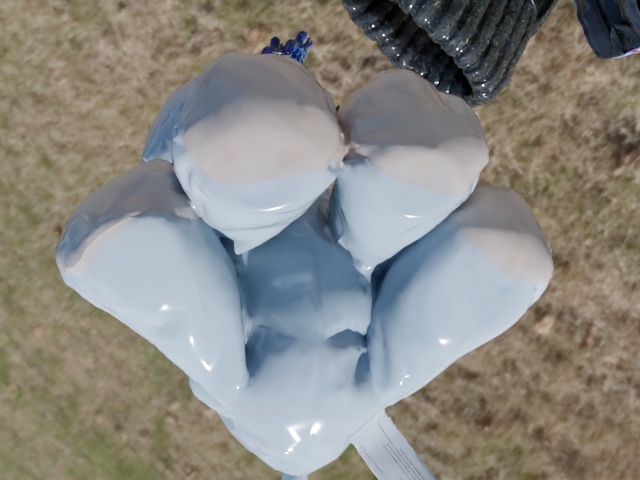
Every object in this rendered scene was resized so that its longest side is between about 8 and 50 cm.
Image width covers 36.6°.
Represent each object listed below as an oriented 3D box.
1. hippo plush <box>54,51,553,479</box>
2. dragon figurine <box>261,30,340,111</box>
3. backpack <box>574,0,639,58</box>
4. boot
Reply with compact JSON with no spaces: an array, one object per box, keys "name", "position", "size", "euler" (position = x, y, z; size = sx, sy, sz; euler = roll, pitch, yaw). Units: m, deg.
[{"name":"hippo plush","position":[0.000,0.000,0.590],"size":[0.236,0.234,0.294],"euler":[-102,-13,-64]},{"name":"dragon figurine","position":[-0.057,-0.162,1.439],"size":[0.144,0.289,0.085],"euler":[20,177,-36]},{"name":"backpack","position":[0.568,-0.465,1.738],"size":[0.276,0.213,0.263],"euler":[166,98,-69]},{"name":"boot","position":[0.087,-0.312,0.858],"size":[0.348,0.260,0.131],"euler":[40,173,5]}]
